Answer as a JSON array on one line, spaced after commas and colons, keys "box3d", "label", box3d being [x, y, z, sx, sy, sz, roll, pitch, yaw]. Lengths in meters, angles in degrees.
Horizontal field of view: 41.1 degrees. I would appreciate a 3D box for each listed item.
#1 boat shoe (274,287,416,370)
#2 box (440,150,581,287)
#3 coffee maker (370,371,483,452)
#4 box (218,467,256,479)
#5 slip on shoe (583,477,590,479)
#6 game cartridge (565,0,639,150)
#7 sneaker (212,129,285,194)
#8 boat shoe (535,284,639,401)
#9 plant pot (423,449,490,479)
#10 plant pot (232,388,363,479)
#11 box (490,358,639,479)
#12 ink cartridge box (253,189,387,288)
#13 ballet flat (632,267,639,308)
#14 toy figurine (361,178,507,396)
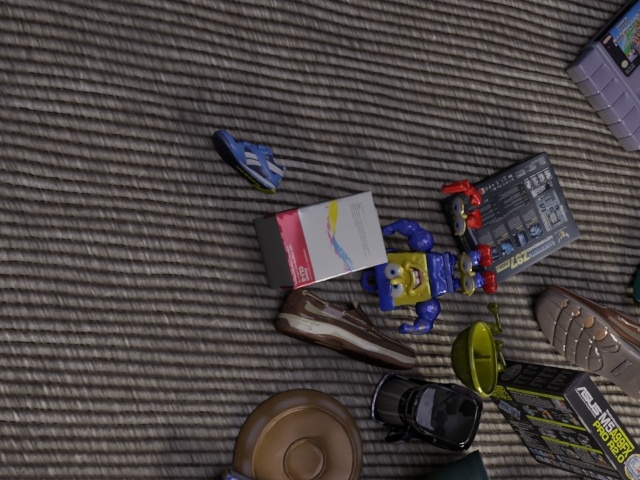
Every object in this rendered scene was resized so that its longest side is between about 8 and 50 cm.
[{"box3d": [0.055, 0.146, 1.458, 0.258, 0.095, 0.095, 22, 73, -18], "label": "boat shoe"}, {"box3d": [0.360, -0.040, 1.608, 0.233, 0.059, 0.183, -27, 96, -22], "label": "box"}, {"box3d": [0.198, 0.289, 1.456, 0.171, 0.178, 0.120, 0, 87, -22], "label": "coffee maker"}, {"box3d": [-0.145, 0.491, 1.368, 0.136, 0.036, 0.225, 29, 88, -17], "label": "box"}, {"box3d": [0.548, 0.602, 1.614, 0.123, 0.101, 0.331, 7, 85, -23], "label": "slip on shoe"}, {"box3d": [0.682, -0.382, 1.763, 0.355, 0.068, 0.230, -45, 106, -18], "label": "game cartridge"}, {"box3d": [-0.119, -0.141, 1.432, 0.144, 0.053, 0.059, 42, 73, -23], "label": "sneaker"}, {"box3d": [0.552, 0.188, 1.651, 0.324, 0.123, 0.116, 38, 40, -6], "label": "boat shoe"}, {"box3d": [0.222, 0.519, 1.418, 0.196, 0.293, 0.293, -20, 94, 6], "label": "plant pot"}, {"box3d": [-0.030, 0.370, 1.439, 0.236, 0.032, 0.236, 1, 86, -22], "label": "plant pot"}, {"box3d": [0.418, 0.315, 1.492, 0.060, 0.270, 0.216, -39, 100, -18], "label": "box"}, {"box3d": [0.000, 0.000, 1.426, 0.176, 0.128, 0.127, -15, 92, -21], "label": "ink cartridge box"}, {"box3d": [0.753, 0.013, 1.737, 0.123, 0.123, 0.348, 36, 74, -16], "label": "ballet flat"}, {"box3d": [0.184, 0.086, 1.491, 0.217, 0.191, 0.362, -7, 93, 22], "label": "toy figurine"}]
